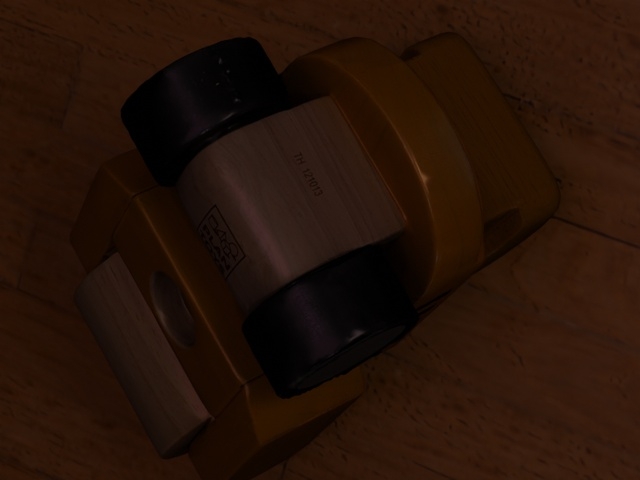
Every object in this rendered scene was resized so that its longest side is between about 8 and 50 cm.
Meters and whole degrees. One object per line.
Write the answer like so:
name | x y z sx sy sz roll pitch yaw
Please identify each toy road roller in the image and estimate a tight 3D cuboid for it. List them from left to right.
toy road roller | 0.000 0.000 1.102 0.202 0.240 0.329 60 150 11
